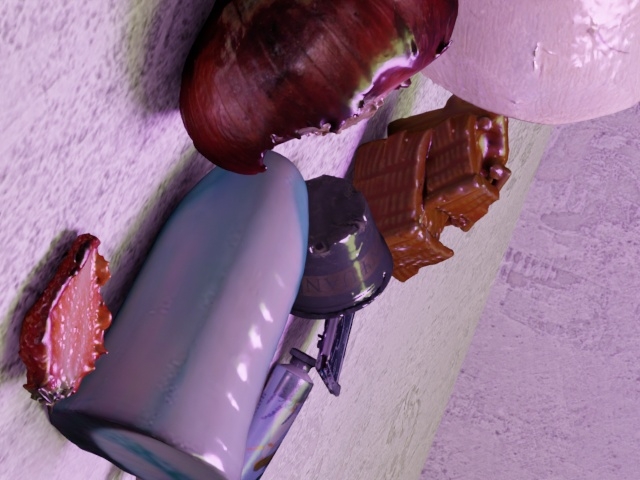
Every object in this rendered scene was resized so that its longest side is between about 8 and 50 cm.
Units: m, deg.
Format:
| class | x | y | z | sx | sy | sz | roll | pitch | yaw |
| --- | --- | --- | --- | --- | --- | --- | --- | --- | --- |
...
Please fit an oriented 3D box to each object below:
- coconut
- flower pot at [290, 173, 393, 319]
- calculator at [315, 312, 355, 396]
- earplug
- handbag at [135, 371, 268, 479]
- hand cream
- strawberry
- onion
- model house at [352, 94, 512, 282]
| class | x | y | z | sx | sy | sz | roll | pitch | yaw |
| --- | --- | --- | --- | --- | --- | --- | --- | --- | --- |
| coconut | 0.250 | -0.300 | 1.734 | 0.346 | 0.346 | 0.360 | -52 | 159 | -43 |
| flower pot | 0.000 | 0.000 | 1.723 | 0.157 | 0.157 | 0.106 | -56 | 150 | -33 |
| calculator | 0.040 | 0.070 | 2.089 | 0.165 | 0.028 | 0.274 | 69 | 34 | -69 |
| earplug | -0.107 | 0.056 | 1.414 | 0.185 | 0.185 | 0.324 | 81 | 28 | -65 |
| handbag | -0.123 | 0.160 | 1.599 | 0.182 | 0.117 | 0.270 | -21 | 135 | -59 |
| hand cream | -0.083 | 0.273 | 2.039 | 0.271 | 0.058 | 0.091 | -61 | 155 | -3 |
| strawberry | -0.214 | 0.067 | 1.250 | 0.104 | 0.048 | 0.152 | 28 | 73 | -69 |
| onion | -0.015 | -0.186 | 1.290 | 0.272 | 0.195 | 0.272 | -28 | -167 | 7 |
| model house | 0.141 | -0.055 | 1.988 | 0.229 | 0.199 | 0.219 | -59 | 136 | -51 |
